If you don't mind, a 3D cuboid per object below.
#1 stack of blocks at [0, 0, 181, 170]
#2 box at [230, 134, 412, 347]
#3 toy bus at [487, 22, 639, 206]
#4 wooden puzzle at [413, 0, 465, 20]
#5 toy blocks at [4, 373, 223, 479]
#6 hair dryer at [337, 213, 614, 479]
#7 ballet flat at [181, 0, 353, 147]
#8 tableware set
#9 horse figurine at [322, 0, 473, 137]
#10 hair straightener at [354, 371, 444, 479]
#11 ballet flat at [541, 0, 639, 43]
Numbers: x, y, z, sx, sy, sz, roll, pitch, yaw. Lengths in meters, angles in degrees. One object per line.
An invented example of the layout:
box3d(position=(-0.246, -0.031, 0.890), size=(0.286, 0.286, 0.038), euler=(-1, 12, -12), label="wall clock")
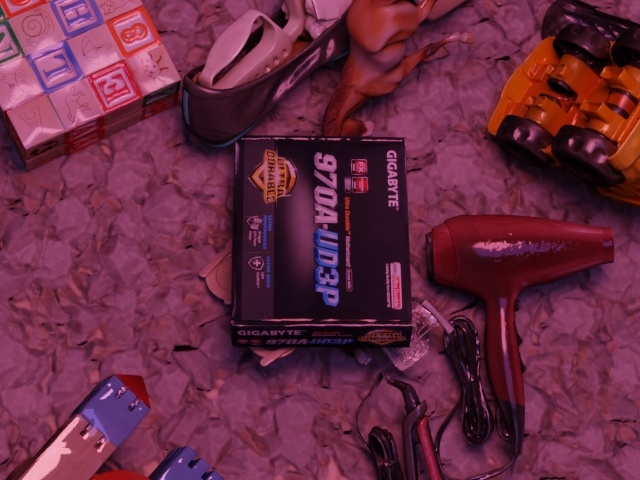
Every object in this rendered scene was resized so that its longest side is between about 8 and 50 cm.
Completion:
box3d(position=(-0.283, -0.242, 1.727), size=(0.171, 0.087, 0.297), euler=(-25, 82, -12), label="stack of blocks")
box3d(position=(0.000, 0.000, 1.691), size=(0.175, 0.051, 0.220), euler=(1, 59, -1), label="box")
box3d(position=(0.313, -0.104, 1.749), size=(0.211, 0.220, 0.149), euler=(37, 79, -32), label="toy bus")
box3d(position=(0.121, -0.375, 1.829), size=(0.221, 0.044, 0.239), euler=(-35, 89, -23), label="wooden puzzle")
box3d(position=(-0.170, 0.305, 1.589), size=(0.381, 0.191, 0.261), euler=(45, 66, -8), label="toy blocks")
box3d(position=(0.178, 0.079, 1.734), size=(0.293, 0.080, 0.223), euler=(-43, 89, 0), label="hair dryer")
box3d(position=(-0.030, -0.206, 1.731), size=(0.095, 0.096, 0.280), euler=(28, 63, 40), label="ballet flat")
box3d(position=(-0.029, 0.046, 1.706), size=(0.141, 0.020, 0.169), euler=(-30, 61, -12), label="tableware set")
box3d(position=(0.080, -0.205, 1.701), size=(0.174, 0.263, 0.066), euler=(-25, 66, -21), label="horse figurine")
box3d(position=(0.079, 0.242, 1.678), size=(0.089, 0.047, 0.230), euler=(-15, 92, 9), label="hair straightener")
box3d(position=(0.319, -0.209, 1.833), size=(0.173, 0.057, 0.049), euler=(23, 116, -1), label="ballet flat")
